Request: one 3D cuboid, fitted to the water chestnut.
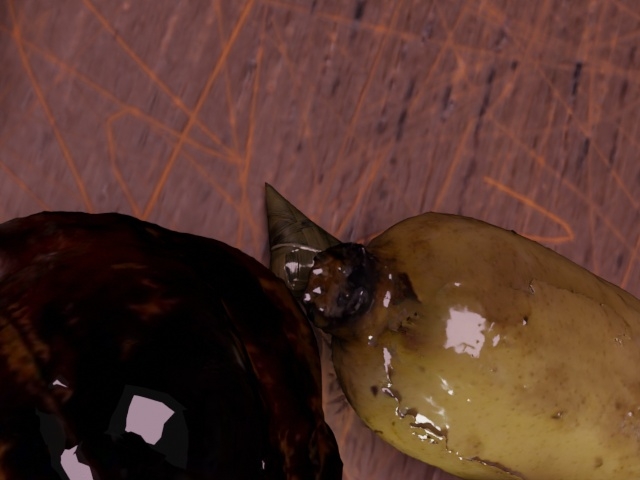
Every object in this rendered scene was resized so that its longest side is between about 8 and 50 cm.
[{"bbox_3d":[-0.119,0.124,0.672,0.244,0.289,0.289,-6,84,19],"label":"water chestnut"}]

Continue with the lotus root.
[{"bbox_3d":[0.114,0.077,0.772,0.284,0.146,0.160,25,59,-23],"label":"lotus root"}]

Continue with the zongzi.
[{"bbox_3d":[0.000,0.000,0.820,0.076,0.040,0.083,2,65,-19],"label":"zongzi"}]
